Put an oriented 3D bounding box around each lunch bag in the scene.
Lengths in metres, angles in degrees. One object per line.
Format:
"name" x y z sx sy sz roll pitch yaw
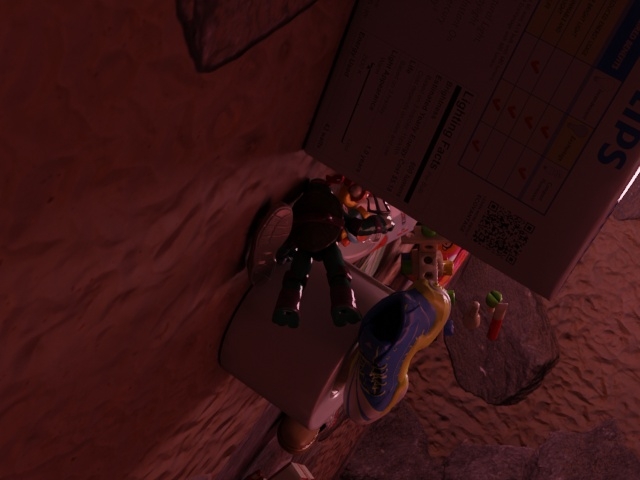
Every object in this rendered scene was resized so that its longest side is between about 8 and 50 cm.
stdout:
"lunch bag" 0.343 0.006 2.164 0.293 0.120 0.258 -56 168 0

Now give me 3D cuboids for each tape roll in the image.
"tape roll" -0.013 0.141 1.224 0.246 0.169 0.246 -51 162 -24

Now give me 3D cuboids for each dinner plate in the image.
"dinner plate" 0.059 -0.010 1.311 0.141 0.017 0.141 -21 138 -20

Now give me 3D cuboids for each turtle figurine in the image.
"turtle figurine" 0.000 0.000 1.082 0.118 0.175 0.234 48 38 -46

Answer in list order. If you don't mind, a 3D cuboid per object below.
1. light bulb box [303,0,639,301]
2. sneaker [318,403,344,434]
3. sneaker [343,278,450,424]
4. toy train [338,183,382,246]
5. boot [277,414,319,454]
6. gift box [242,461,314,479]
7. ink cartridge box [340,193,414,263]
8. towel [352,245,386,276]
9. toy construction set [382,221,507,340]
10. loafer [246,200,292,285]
"light bulb box" 0.226 -0.190 0.960 0.225 0.361 0.358 -35 154 -53
"sneaker" 0.021 0.407 1.993 0.092 0.088 0.225 -28 147 -58
"sneaker" 0.074 0.151 1.084 0.126 0.091 0.240 4 119 -51
"toy train" 0.084 -0.059 1.243 0.125 0.046 0.166 -3 118 -34
"boot" 0.002 0.306 1.761 0.236 0.089 0.269 -55 168 -52
"gift box" -0.102 0.656 1.812 0.276 0.258 0.255 -34 162 -9
"ink cartridge box" 0.093 -0.037 1.341 0.145 0.045 0.179 -28 160 -11
"towel" 0.038 0.112 1.536 0.325 0.038 0.248 -55 169 -28
"toy construction set" 0.275 0.086 1.803 0.257 0.308 0.237 -57 162 -33
"loafer" -0.072 0.000 1.037 0.045 0.039 0.125 0 125 -32
